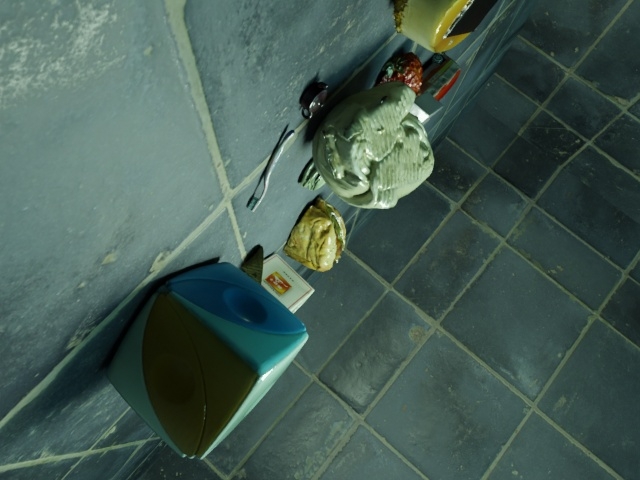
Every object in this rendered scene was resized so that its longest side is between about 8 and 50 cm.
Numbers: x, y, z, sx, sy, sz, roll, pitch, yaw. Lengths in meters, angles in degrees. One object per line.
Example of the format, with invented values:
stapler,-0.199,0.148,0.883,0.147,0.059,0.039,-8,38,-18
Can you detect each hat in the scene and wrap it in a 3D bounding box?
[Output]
hat,-0.229,0.087,1.776,0.146,0.067,0.146,-176,-90,-79

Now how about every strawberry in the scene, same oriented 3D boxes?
strawberry,0.248,-0.472,1.635,0.175,0.107,0.236,-51,171,7

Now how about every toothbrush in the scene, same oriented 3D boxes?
toothbrush,-0.125,-0.168,1.329,0.269,0.027,0.021,-57,-156,37

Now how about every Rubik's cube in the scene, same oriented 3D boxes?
Rubik's cube,-0.286,0.296,1.408,0.347,0.352,0.351,-54,173,19

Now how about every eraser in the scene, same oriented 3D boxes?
eraser,0.210,-0.331,1.785,0.397,0.082,0.213,-37,-178,37

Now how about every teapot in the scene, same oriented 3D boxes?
teapot,-0.012,-0.316,1.215,0.068,0.045,0.100,-35,162,-51

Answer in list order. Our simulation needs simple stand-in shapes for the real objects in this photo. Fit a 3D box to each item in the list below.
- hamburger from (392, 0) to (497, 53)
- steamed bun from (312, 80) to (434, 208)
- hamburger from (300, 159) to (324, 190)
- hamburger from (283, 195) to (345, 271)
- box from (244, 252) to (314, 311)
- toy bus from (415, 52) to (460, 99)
hamburger,0.293,-0.576,1.213,0.276,0.179,0.294,-30,165,-39
steamed bun,0.118,-0.264,1.462,0.394,0.237,0.346,16,87,-46
hamburger,-0.001,-0.210,1.643,0.140,0.062,0.133,-44,170,-45
hamburger,0.001,0.003,2.055,0.162,0.209,0.330,-41,169,-43
box,-0.185,0.191,1.886,0.095,0.210,0.330,-51,172,32
toy bus,0.396,-0.559,1.941,0.265,0.120,0.121,-46,169,-26
